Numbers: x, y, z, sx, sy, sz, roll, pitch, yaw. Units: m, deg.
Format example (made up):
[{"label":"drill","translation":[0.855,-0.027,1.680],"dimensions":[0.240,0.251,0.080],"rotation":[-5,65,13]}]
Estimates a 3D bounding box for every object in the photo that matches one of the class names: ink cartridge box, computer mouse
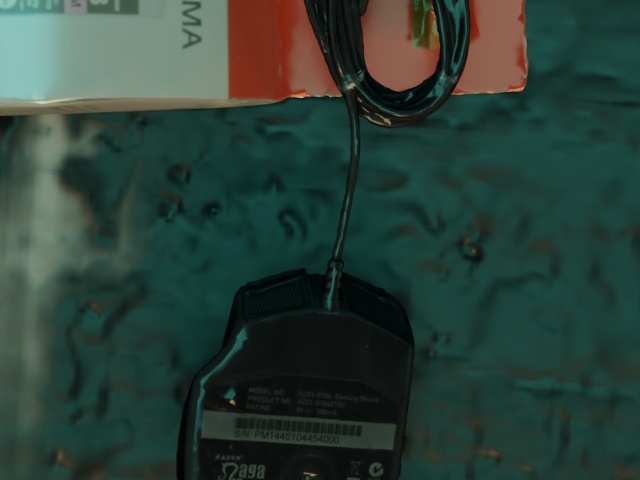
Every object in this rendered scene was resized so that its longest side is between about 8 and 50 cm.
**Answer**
[{"label":"ink cartridge box","translation":[-0.055,-0.135,0.521],"dimensions":[0.232,0.066,0.189],"rotation":[-1,92,7]},{"label":"computer mouse","translation":[0.000,0.000,0.521],"dimensions":[0.071,0.041,0.242],"rotation":[9,95,-15]}]
